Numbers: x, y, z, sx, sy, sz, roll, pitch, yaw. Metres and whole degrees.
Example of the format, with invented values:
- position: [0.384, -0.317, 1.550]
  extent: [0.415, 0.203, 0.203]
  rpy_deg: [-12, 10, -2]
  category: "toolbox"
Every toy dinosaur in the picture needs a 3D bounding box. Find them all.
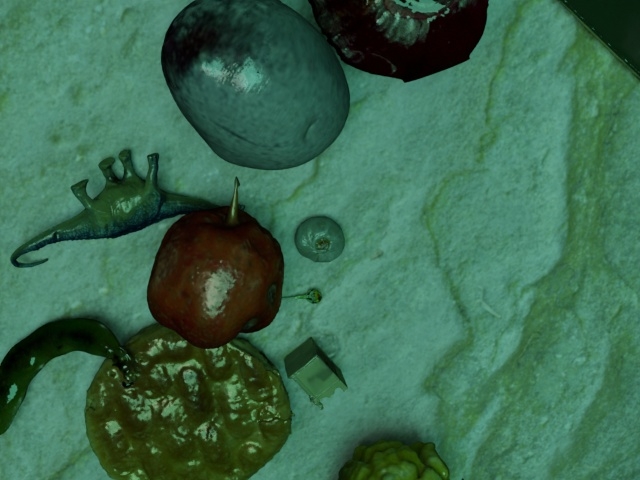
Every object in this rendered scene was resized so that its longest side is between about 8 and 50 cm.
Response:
- position: [-0.301, -0.052, 1.135]
  extent: [0.363, 0.076, 0.147]
  rpy_deg: [-16, 118, -8]
  category: "toy dinosaur"

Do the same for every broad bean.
- position: [-0.425, 0.203, 1.183]
  extent: [0.292, 0.049, 0.144]
  rpy_deg: [-22, 75, 15]
  category: "broad bean"

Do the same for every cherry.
- position: [-0.088, -0.214, 1.022]
  extent: [0.218, 0.296, 0.255]
  rpy_deg: [-45, 76, 5]
  category: "cherry"

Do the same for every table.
- position: [-0.009, 0.220, 1.240]
  extent: [0.062, 0.079, 0.083]
  rpy_deg: [-40, 107, 4]
  category: "table"

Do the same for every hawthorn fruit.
- position: [-0.142, 0.024, 1.102]
  extent: [0.208, 0.207, 0.243]
  rpy_deg: [12, 109, -9]
  category: "hawthorn fruit"

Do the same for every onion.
- position: [0.099, -0.317, 1.026]
  extent: [0.207, 0.216, 0.206]
  rpy_deg: [-26, 105, -5]
  category: "onion"

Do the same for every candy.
- position: [-0.039, 0.095, 1.236]
  extent: [0.083, 0.025, 0.023]
  rpy_deg: [-7, 78, 5]
  category: "candy"

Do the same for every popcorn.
- position: [0.132, 0.451, 1.251]
  extent: [0.225, 0.249, 0.249]
  rpy_deg: [13, 104, -27]
  category: "popcorn"

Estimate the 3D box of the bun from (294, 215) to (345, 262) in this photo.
- position: [0.000, 0.000, 1.198]
  extent: [0.083, 0.045, 0.083]
  rpy_deg: [-2, 110, -5]
  category: "bun"

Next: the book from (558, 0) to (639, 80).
- position: [0.565, -0.438, 1.144]
  extent: [0.260, 0.043, 0.371]
  rpy_deg: [37, 100, -16]
  category: "book"

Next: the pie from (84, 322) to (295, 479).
- position: [-0.218, 0.282, 1.237]
  extent: [0.340, 0.083, 0.339]
  rpy_deg: [-1, 108, -4]
  category: "pie"
